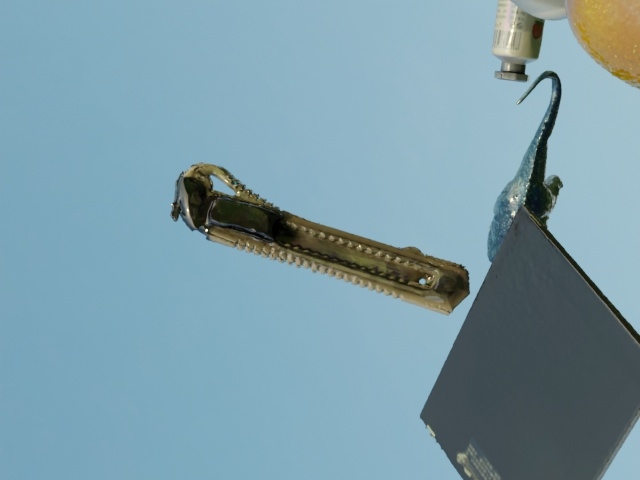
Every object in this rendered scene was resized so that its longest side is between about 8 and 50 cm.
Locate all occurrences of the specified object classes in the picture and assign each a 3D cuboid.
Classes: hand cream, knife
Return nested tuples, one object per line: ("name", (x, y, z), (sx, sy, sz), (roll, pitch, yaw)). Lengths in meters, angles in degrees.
("hand cream", (0.257, -0.336, 1.883), (0.059, 0.095, 0.276), (1, -80, -40))
("knife", (0.000, -0.001, 1.737), (0.365, 0.043, 0.089), (20, -101, 2))

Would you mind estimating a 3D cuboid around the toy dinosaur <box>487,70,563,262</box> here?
("toy dinosaur", (0.242, -0.025, 1.814), (0.147, 0.076, 0.362), (-39, -38, -77))

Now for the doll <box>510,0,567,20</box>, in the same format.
("doll", (0.057, -0.354, 1.531), (0.187, 0.366, 0.376), (-54, -39, -10))

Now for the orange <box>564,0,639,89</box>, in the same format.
("orange", (0.320, -0.231, 1.285), (0.236, 0.236, 0.236), (32, -136, -38))

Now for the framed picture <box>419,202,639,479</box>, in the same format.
("framed picture", (0.228, 0.168, 1.644), (0.014, 0.338, 0.255), (-8, -135, -33))
